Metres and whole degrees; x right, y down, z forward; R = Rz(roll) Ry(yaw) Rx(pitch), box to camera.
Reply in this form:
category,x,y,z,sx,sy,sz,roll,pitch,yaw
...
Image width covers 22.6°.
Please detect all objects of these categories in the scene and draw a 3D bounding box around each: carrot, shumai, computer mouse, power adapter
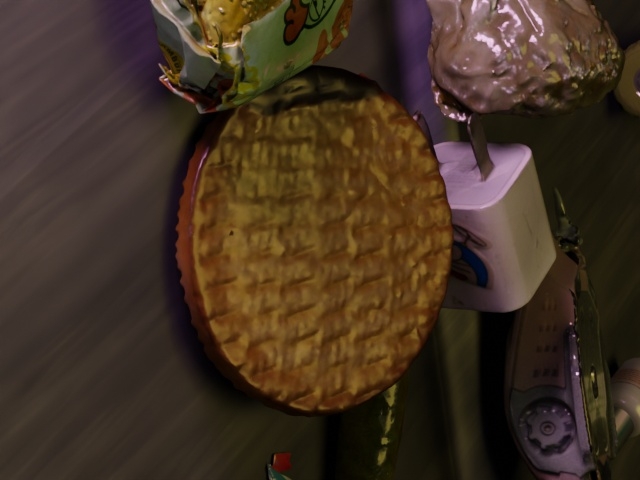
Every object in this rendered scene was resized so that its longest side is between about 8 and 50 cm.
category,x,y,z,sx,sy,sz,roll,pitch,yaw
carrot,0.049,0.160,1.559,0.074,0.074,0.358,1,93,-57
shumai,0.209,-0.252,1.656,0.256,0.189,0.218,-55,136,-55
computer mouse,0.264,0.131,1.860,0.199,0.115,0.389,16,67,-73
power adapter,0.150,-0.044,1.641,0.125,0.130,0.204,-51,133,-41

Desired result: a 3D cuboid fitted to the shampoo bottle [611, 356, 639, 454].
category,x,y,z,sx,sy,sz,roll,pitch,yaw
shampoo bottle,0.393,0.229,2.098,0.192,0.074,0.074,-46,130,-45

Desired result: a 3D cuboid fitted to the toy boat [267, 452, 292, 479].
category,x,y,z,sx,sy,sz,roll,pitch,yaw
toy boat,-0.026,0.277,1.503,0.105,0.034,0.149,22,62,-53

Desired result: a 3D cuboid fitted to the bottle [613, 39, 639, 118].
category,x,y,z,sx,sy,sz,roll,pitch,yaw
bottle,0.490,-0.230,2.167,0.260,0.112,0.112,-21,110,-55

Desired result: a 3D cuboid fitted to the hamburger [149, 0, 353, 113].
category,x,y,z,sx,sy,sz,roll,pitch,yaw
hamburger,-0.057,-0.228,1.298,0.214,0.125,0.235,-40,140,-61

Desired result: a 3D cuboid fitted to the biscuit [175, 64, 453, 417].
category,x,y,z,sx,sy,sz,roll,pitch,yaw
biscuit,0.000,0.000,1.432,0.318,0.040,0.317,1,89,-41
